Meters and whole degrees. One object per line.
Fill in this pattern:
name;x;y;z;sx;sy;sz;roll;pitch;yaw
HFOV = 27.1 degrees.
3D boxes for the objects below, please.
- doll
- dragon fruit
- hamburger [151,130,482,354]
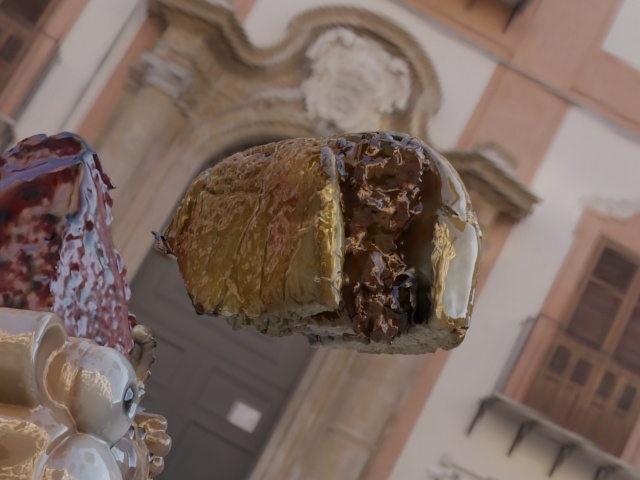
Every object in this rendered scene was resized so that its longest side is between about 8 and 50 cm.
doll;-0.145;0.120;0.754;0.119;0.154;0.278;5;-5;10
dragon fruit;-0.261;0.065;1.224;0.302;0.330;0.240;24;-5;-36
hamburger;0.000;0.000;0.972;0.155;0.245;0.282;18;35;-28
